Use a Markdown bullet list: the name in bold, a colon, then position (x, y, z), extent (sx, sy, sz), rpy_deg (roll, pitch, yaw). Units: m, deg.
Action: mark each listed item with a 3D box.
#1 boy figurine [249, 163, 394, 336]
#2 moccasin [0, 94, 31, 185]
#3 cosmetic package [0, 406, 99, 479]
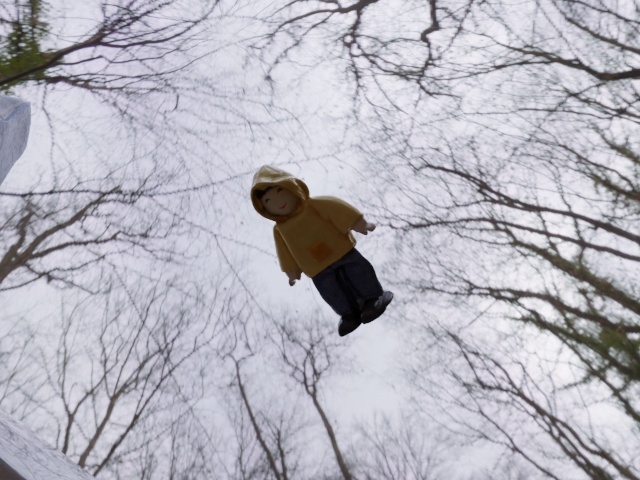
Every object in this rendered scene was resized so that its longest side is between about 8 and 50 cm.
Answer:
- **boy figurine**: position (0.000, 0.000, 1.147), extent (0.177, 0.092, 0.285), rpy_deg (-28, -78, 29)
- **moccasin**: position (-0.488, -0.125, 1.015), extent (0.117, 0.342, 0.137), rpy_deg (10, -76, -11)
- **cosmetic package**: position (-0.447, 0.285, 0.911), extent (0.161, 0.453, 0.230), rpy_deg (-59, -33, -15)
